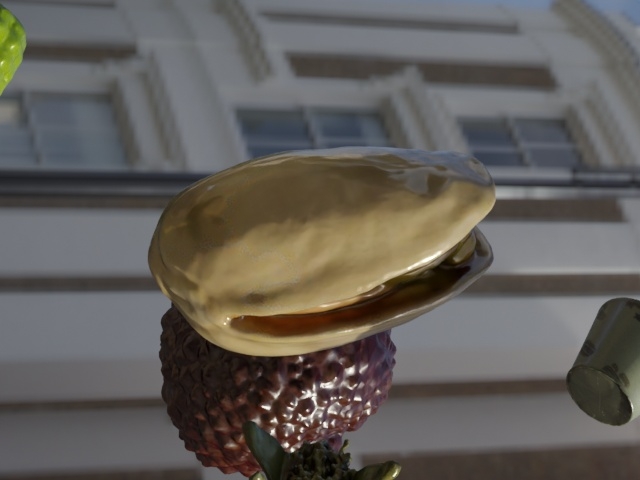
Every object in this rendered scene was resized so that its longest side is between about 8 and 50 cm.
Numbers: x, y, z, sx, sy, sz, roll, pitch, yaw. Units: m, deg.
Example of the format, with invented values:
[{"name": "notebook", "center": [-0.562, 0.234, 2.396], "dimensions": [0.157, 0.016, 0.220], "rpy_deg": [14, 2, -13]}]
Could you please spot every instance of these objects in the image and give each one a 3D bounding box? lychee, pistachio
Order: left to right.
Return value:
[{"name": "lychee", "center": [-0.046, 0.134, 2.036], "dimensions": [0.264, 0.264, 0.300], "rpy_deg": [-40, -116, 60]}, {"name": "pistachio", "center": [0.000, 0.000, 1.629], "dimensions": [0.187, 0.299, 0.187], "rpy_deg": [169, -90, -85]}]

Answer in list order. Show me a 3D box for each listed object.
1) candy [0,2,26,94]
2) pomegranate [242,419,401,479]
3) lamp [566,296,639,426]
[{"name": "candy", "center": [-0.317, -0.109, 1.502], "dimensions": [0.209, 0.097, 0.097], "rpy_deg": [-61, -167, -25]}, {"name": "pomegranate", "center": [-0.003, 0.208, 1.174], "dimensions": [0.220, 0.156, 0.156], "rpy_deg": [98, -19, -61]}, {"name": "lamp", "center": [0.350, 0.098, 1.976], "dimensions": [0.121, 0.214, 0.121], "rpy_deg": [30, -37, 26]}]
